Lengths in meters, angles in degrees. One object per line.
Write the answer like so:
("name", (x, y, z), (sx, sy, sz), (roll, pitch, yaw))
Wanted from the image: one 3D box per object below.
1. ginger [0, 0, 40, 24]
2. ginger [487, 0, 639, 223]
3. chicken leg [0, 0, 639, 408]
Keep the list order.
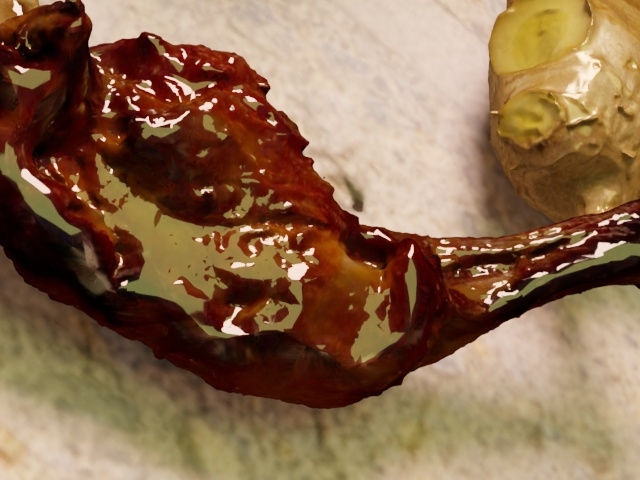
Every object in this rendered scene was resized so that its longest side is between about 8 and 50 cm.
("ginger", (-0.156, -0.111, 0.952), (0.057, 0.044, 0.137), (-10, 66, -17))
("ginger", (0.150, -0.071, 1.082), (0.157, 0.102, 0.216), (46, 37, -37))
("chicken leg", (0.000, 0.000, 0.933), (0.407, 0.096, 0.158), (12, 87, -19))
